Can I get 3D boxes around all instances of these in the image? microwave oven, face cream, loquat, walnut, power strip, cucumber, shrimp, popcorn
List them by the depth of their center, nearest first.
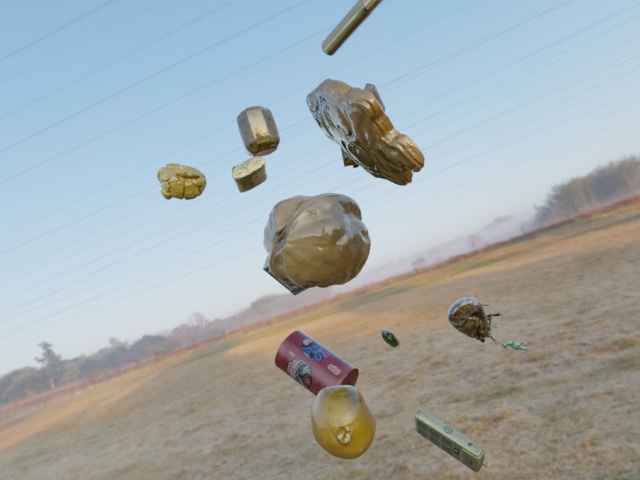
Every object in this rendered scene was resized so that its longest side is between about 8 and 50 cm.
[{"bbox_3d":[0.275,0.426,0.902,0.169,0.076,0.028,22,48,38],"label":"power strip"},{"bbox_3d":[0.063,0.505,1.199,0.176,0.187,0.234,-13,3,0],"label":"loquat"},{"bbox_3d":[0.242,0.337,1.454,0.039,0.039,0.168,-22,-36,16],"label":"cucumber"},{"bbox_3d":[-0.004,0.005,1.475,0.384,0.383,0.383,-18,-10,-3],"label":"walnut"},{"bbox_3d":[0.122,-0.800,1.544,0.285,0.067,0.139,-37,22,34],"label":"face cream"},{"bbox_3d":[0.588,0.301,1.585,0.343,0.116,0.145,35,-89,-37],"label":"shrimp"},{"bbox_3d":[-0.573,-0.243,1.747,0.163,0.194,0.140,-71,5,-51],"label":"popcorn"},{"bbox_3d":[-0.156,0.150,2.223,0.194,0.240,0.145,-32,28,29],"label":"microwave oven"}]

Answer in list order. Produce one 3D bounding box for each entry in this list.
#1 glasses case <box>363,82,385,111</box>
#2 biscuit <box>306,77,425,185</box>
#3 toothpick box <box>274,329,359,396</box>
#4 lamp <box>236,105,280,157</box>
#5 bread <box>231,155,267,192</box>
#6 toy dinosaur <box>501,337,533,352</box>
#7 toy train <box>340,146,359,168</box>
[{"bbox_3d":[0.246,-0.632,1.956,0.049,0.075,0.218,20,-2,23],"label":"glasses case"},{"bbox_3d":[0.089,-0.231,0.953,0.051,0.376,0.269,-45,-46,-6],"label":"biscuit"},{"bbox_3d":[-0.019,0.576,1.927,0.204,0.333,0.204,-39,-36,-36],"label":"toothpick box"},{"bbox_3d":[-0.252,-0.442,1.738,0.161,0.185,0.161,-17,-2,-1],"label":"lamp"},{"bbox_3d":[-0.270,-0.251,1.631,0.140,0.060,0.178,-30,-8,-10],"label":"bread"},{"bbox_3d":[0.596,0.327,1.299,0.062,0.083,0.021,-44,1,35],"label":"toy dinosaur"},{"bbox_3d":[0.109,-0.343,1.491,0.072,0.188,0.099,-8,19,13],"label":"toy train"}]
